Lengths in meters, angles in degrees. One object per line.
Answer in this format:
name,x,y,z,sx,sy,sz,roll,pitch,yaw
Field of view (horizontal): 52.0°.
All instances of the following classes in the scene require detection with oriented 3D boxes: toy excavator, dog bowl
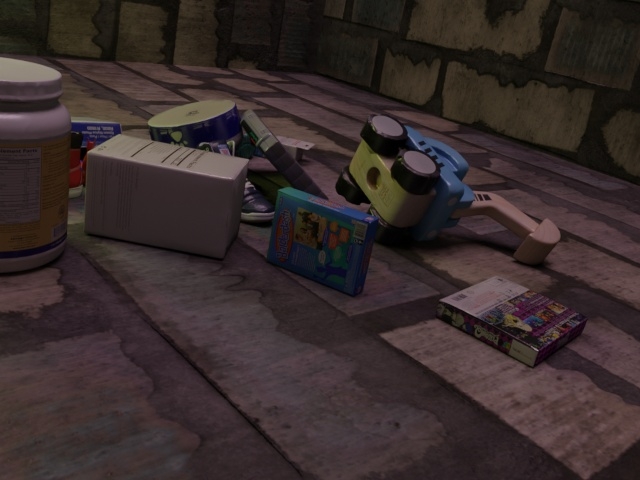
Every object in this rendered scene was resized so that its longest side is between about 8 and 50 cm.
toy excavator,0.329,-0.112,1.632,0.445,0.222,0.433,-6,48,-33
dog bowl,-0.362,-0.324,1.916,0.265,0.104,0.265,-8,26,4

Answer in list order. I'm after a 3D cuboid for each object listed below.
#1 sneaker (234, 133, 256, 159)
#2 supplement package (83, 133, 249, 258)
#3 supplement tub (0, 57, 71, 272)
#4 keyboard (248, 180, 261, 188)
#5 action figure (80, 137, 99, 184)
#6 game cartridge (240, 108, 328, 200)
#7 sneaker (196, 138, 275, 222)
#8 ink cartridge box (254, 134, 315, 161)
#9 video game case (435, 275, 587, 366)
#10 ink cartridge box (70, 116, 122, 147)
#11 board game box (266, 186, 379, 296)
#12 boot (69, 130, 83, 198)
sneaker,-0.286,-0.287,2.006,0.098,0.083,0.224,15,22,24
supplement package,-0.316,-0.096,1.374,0.293,0.177,0.175,11,21,1
supplement tub,-0.564,-0.135,1.144,0.241,0.331,0.241,9,21,-4
keyboard,-0.262,-0.161,1.783,0.192,0.038,0.100,16,-1,16
action figure,-0.633,-0.201,1.557,0.280,0.139,0.091,3,24,-25
game cartridge,-0.112,-0.231,1.799,0.230,0.068,0.355,43,6,-29
sneaker,-0.213,-0.152,1.597,0.282,0.153,0.099,26,27,35
ink cartridge box,-0.118,-0.296,2.132,0.180,0.060,0.104,14,21,9
video game case,0.373,0.147,1.276,0.210,0.041,0.232,27,27,35
ink cartridge box,-0.718,-0.295,1.755,0.324,0.071,0.330,-7,14,-38
board game box,0.000,0.000,1.310,0.210,0.160,0.047,21,23,23
boot,-0.621,-0.168,1.415,0.088,0.176,0.244,23,26,25
